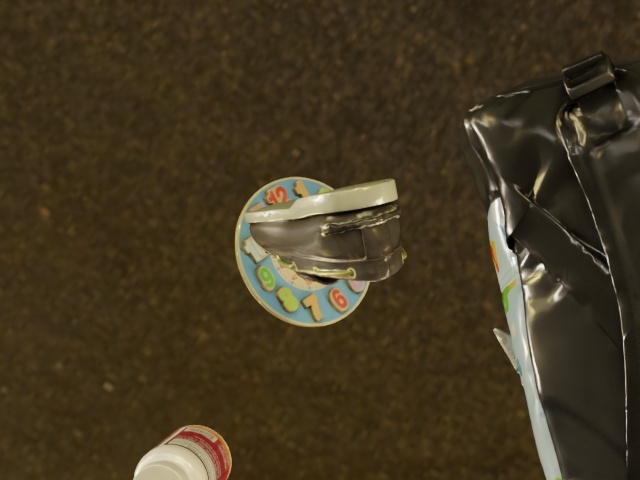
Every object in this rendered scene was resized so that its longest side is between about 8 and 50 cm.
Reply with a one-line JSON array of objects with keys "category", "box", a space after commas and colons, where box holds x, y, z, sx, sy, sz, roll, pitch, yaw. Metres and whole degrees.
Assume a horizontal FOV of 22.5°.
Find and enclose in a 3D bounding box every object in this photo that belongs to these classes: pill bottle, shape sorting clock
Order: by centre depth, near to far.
[{"category": "pill bottle", "box": [-0.159, 0.265, 1.815, 0.086, 0.152, 0.086, 2, 97, 13]}, {"category": "shape sorting clock", "box": [-0.019, 0.014, 2.147, 0.206, 0.206, 0.040, 40, 149, -10]}]

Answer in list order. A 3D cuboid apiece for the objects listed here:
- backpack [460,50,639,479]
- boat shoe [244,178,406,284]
[{"category": "backpack", "box": [0.252, 0.085, 0.909, 0.290, 0.355, 0.273, -14, 150, 12]}, {"category": "boat shoe", "box": [0.000, 0.000, 1.192, 0.228, 0.081, 0.068, 171, 86, -73]}]
